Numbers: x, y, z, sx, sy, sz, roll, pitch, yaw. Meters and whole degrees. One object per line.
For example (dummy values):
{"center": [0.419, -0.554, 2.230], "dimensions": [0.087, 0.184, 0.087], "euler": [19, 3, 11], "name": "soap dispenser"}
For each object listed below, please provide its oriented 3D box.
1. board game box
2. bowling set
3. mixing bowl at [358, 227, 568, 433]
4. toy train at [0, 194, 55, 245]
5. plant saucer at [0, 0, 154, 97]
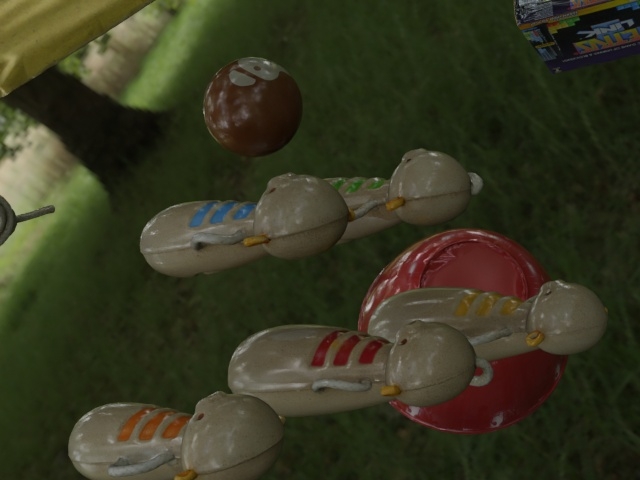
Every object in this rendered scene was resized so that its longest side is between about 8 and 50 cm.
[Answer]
{"center": [0.322, -0.253, 1.403], "dimensions": [0.170, 0.141, 0.048], "euler": [-11, 67, 25], "name": "board game box"}
{"center": [0.000, 0.000, 0.618], "dimensions": [0.154, 0.200, 0.287], "euler": [-9, 8, 46], "name": "bowling set"}
{"center": [0.122, 0.059, 1.017], "dimensions": [0.181, 0.181, 0.098], "euler": [-61, -12, -21], "name": "mixing bowl"}
{"center": [-0.250, -0.035, 0.700], "dimensions": [0.248, 0.105, 0.143], "euler": [-13, -21, -34], "name": "toy train"}
{"center": [-0.173, -0.321, 1.024], "dimensions": [0.332, 0.081, 0.333], "euler": [-27, 47, 22], "name": "plant saucer"}
